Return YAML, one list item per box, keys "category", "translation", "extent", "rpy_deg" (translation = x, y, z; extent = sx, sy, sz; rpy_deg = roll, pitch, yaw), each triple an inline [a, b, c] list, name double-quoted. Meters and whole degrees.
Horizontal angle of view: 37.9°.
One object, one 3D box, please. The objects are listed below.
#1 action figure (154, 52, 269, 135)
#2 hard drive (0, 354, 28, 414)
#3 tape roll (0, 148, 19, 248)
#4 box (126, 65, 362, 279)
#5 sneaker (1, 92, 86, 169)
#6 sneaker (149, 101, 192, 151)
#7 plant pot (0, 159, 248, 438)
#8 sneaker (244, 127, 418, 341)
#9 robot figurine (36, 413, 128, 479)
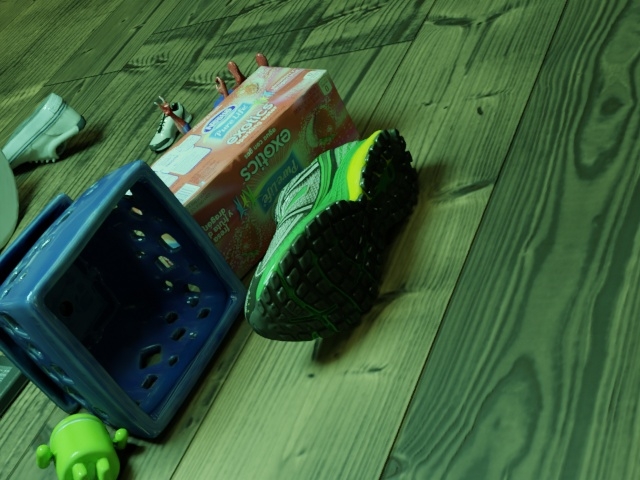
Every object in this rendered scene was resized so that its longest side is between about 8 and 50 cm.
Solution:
- category: "action figure"
  translation: [-0.172, -0.237, 1.529]
  extent: [0.091, 0.139, 0.280]
  rpy_deg: [-13, 40, 26]
- category: "hard drive"
  translation: [-0.455, 0.214, 1.255]
  extent: [0.094, 0.022, 0.135]
  rpy_deg: [1, 44, 37]
- category: "tape roll"
  translation: [-0.661, -0.073, 1.579]
  extent: [0.169, 0.246, 0.246]
  rpy_deg: [-12, 38, 23]
- category: "box"
  translation: [-0.103, -0.095, 1.281]
  extent: [0.154, 0.142, 0.300]
  rpy_deg: [15, 54, 46]
- category: "sneaker"
  translation: [-0.538, -0.181, 1.770]
  extent: [0.258, 0.091, 0.094]
  rpy_deg: [-27, 33, 44]
- category: "sneaker"
  translation: [-0.270, -0.199, 1.628]
  extent: [0.040, 0.044, 0.109]
  rpy_deg: [2, 47, 36]
- category: "plant pot"
  translation: [-0.268, 0.073, 1.120]
  extent: [0.212, 0.236, 0.236]
  rpy_deg: [-6, 40, 41]
- category: "sneaker"
  translation: [0.000, 0.000, 1.120]
  extent: [0.146, 0.134, 0.343]
  rpy_deg: [-12, 29, 36]
- category: "robot figurine"
  translation: [-0.264, 0.239, 1.040]
  extent: [0.101, 0.067, 0.115]
  rpy_deg: [-11, 28, -21]
